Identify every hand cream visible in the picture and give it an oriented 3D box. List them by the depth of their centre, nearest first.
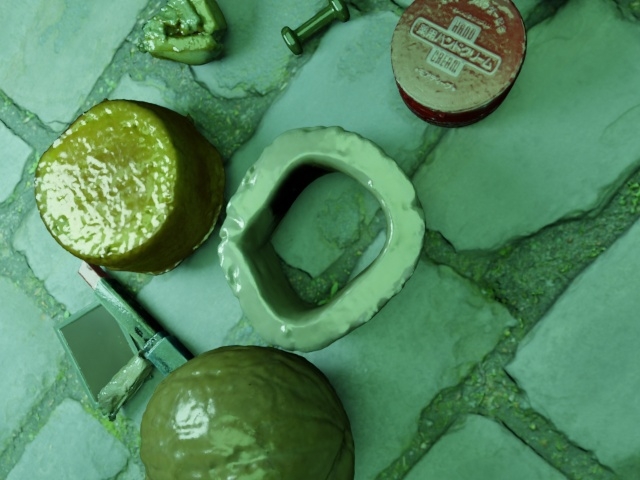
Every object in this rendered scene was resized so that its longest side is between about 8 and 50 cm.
[{"bbox_3d":[0.203,-0.271,0.758,0.193,0.125,0.192,0,92,11],"label":"hand cream"}]

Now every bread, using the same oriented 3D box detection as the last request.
[{"bbox_3d":[-0.320,-0.085,0.850,0.313,0.172,0.311,0,89,12],"label":"bread"},{"bbox_3d":[-0.225,-0.347,0.868,0.156,0.103,0.110,-43,94,15],"label":"bread"}]

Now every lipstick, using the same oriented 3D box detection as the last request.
[{"bbox_3d":[-0.330,0.152,0.917,0.312,0.051,0.051,43,91,8],"label":"lipstick"}]

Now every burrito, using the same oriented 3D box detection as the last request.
[{"bbox_3d":[-0.360,0.264,0.921,0.055,0.041,0.149,39,99,-5],"label":"burrito"}]

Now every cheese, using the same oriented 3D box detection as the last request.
[{"bbox_3d":[-0.001,-0.002,0.795,0.292,0.153,0.332,39,97,9],"label":"cheese"}]

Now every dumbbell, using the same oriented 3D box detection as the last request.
[{"bbox_3d":[-0.009,-0.362,0.842,0.118,0.046,0.052,-31,90,11],"label":"dumbbell"}]

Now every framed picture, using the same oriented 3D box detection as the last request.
[{"bbox_3d":[-0.416,0.212,0.960,0.142,0.011,0.183,-30,85,11],"label":"framed picture"}]

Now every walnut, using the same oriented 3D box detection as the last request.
[{"bbox_3d":[-0.114,0.307,0.762,0.333,0.333,0.332,0,91,12],"label":"walnut"}]
